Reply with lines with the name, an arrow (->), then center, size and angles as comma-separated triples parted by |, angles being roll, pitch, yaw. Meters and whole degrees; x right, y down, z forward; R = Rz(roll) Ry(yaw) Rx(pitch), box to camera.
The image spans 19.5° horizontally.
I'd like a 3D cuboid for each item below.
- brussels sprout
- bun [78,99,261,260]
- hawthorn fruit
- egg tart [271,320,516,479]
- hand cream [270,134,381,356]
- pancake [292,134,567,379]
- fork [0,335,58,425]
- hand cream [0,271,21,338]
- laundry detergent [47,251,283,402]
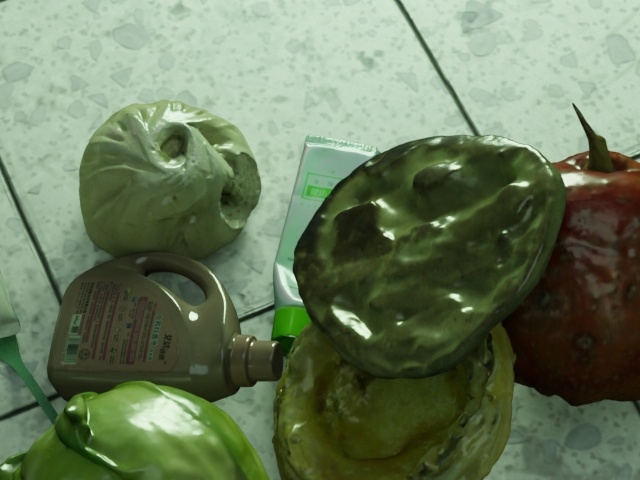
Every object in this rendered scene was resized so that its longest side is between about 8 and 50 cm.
brussels sprout -> -0.178, 0.262, 1.747 | 0.294, 0.259, 0.227 | 27, 33, 6
bun -> -0.161, -0.067, 1.999 | 0.193, 0.128, 0.178 | 8, 60, 2
hawthorn fruit -> 0.278, 0.039, 1.876 | 0.258, 0.258, 0.262 | 37, 95, 18
egg tart -> 0.081, 0.171, 1.834 | 0.288, 0.118, 0.288 | -20, 49, 24
hand cream -> 0.000, 0.001, 2.015 | 0.079, 0.050, 0.275 | 25, 56, -18
pancake -> 0.101, 0.010, 1.817 | 0.294, 0.049, 0.294 | -19, 49, 24
fork -> -0.297, 0.157, 1.937 | 0.039, 0.021, 0.235 | -32, 68, -12
hand cream -> -0.391, -0.006, 1.997 | 0.095, 0.059, 0.276 | -16, 61, -4
laundry detergent -> -0.151, 0.087, 1.914 | 0.237, 0.076, 0.171 | -2, 57, 16
